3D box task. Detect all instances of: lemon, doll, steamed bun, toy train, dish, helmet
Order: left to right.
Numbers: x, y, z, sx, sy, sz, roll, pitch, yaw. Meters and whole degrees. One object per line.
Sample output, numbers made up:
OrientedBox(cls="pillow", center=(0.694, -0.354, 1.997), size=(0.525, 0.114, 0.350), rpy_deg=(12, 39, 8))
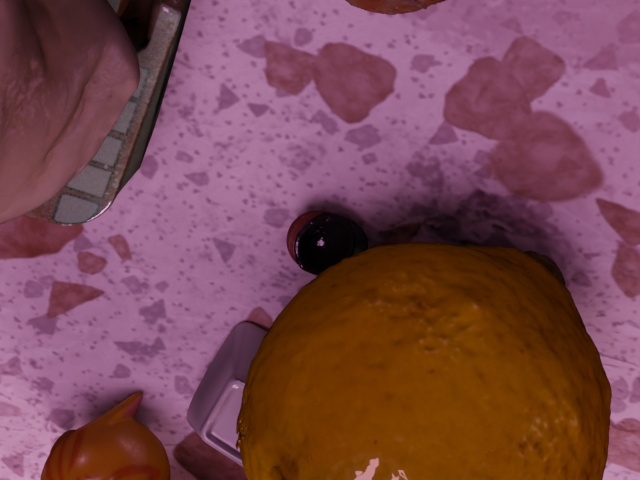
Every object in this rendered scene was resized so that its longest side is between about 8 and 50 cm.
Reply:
OrientedBox(cls="steamed bun", center=(-0.350, -0.143, 1.240), size=(0.342, 0.255, 0.368), rpy_deg=(-28, 116, 38))
OrientedBox(cls="toy train", center=(-0.220, -0.151, 1.443), size=(0.159, 0.129, 0.326), rpy_deg=(19, 128, -9))
OrientedBox(cls="doll", center=(-0.214, 0.323, 1.732), size=(0.166, 0.162, 0.270), rpy_deg=(-28, 86, 20))
OrientedBox(cls="dish", center=(-0.030, 0.209, 1.666), size=(0.234, 0.064, 0.154), rpy_deg=(31, 116, 4))
OrientedBox(cls="helmet", center=(0.001, 0.000, 1.552), size=(0.084, 0.049, 0.065), rpy_deg=(15, 99, -32))
OrientedBox(cls="lemon", center=(0.106, 0.168, 1.478), size=(0.350, 0.387, 0.350), rpy_deg=(41, 164, 14))

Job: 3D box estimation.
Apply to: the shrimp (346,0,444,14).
OrientedBox(cls="shrimp", center=(0.101, -0.265, 1.333), size=(0.223, 0.047, 0.126), rpy_deg=(-13, 113, 24))
